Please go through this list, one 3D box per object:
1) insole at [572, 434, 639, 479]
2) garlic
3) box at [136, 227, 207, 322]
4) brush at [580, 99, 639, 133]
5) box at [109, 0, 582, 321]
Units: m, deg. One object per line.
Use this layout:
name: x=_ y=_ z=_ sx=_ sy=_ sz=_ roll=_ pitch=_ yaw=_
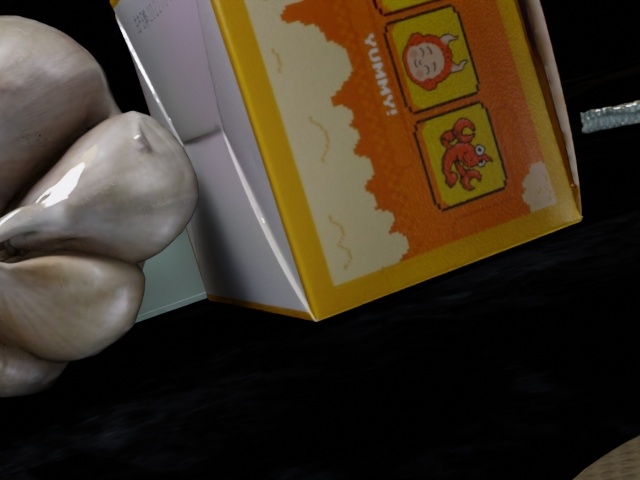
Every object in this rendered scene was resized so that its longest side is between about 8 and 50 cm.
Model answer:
insole: x=0.108 y=0.052 z=0.310 sx=0.135 sy=0.002 sz=0.045 roll=-22 pitch=7 yaw=-33
garlic: x=-0.201 y=-0.018 z=0.757 sx=0.237 sy=0.210 sz=0.292 roll=-56 pitch=4 yaw=-20
box: x=-0.151 y=0.018 z=0.995 sx=0.225 sy=0.086 sz=0.129 roll=-19 pitch=5 yaw=-8
brush: x=0.396 y=-0.140 z=1.013 sx=0.323 sy=0.051 sz=0.070 roll=-12 pitch=14 yaw=25
box: x=0.005 y=-0.102 z=0.801 sx=0.213 sy=0.260 sz=0.283 roll=-21 pitch=7 yaw=-17
